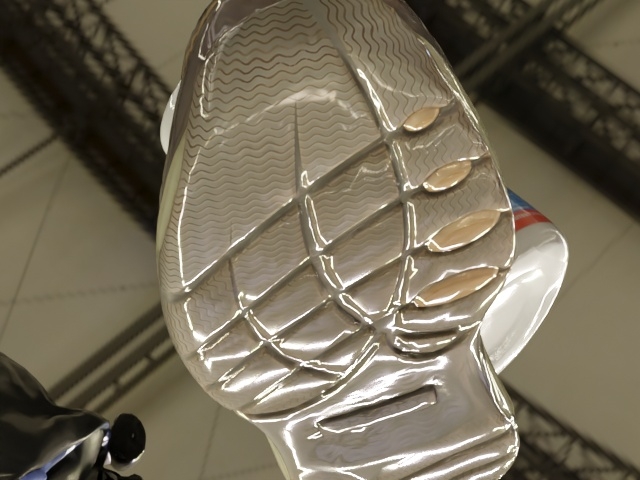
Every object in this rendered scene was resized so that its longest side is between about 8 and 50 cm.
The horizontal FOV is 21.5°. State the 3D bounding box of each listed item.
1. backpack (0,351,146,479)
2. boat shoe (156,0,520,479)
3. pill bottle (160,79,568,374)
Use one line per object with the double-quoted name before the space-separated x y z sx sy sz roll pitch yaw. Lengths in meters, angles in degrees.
"backpack" -0.224 0.141 0.626 0.213 0.276 0.263 36 -85 9
"boat shoe" 0.000 0.000 0.680 0.132 0.355 0.130 -17 -122 -4
"pill bottle" 0.017 -0.018 0.929 0.221 0.124 0.124 39 -131 25
